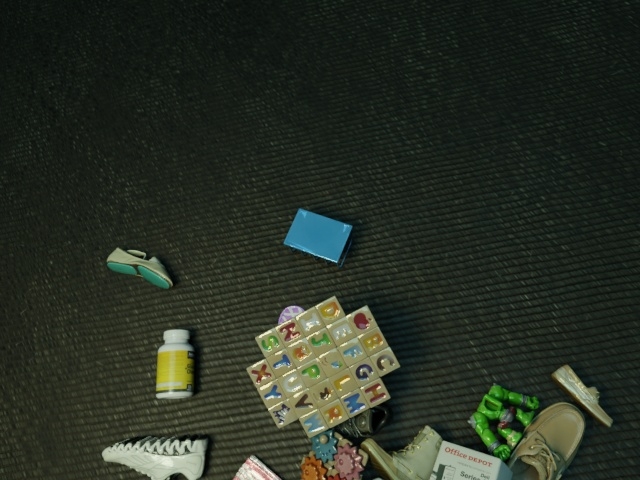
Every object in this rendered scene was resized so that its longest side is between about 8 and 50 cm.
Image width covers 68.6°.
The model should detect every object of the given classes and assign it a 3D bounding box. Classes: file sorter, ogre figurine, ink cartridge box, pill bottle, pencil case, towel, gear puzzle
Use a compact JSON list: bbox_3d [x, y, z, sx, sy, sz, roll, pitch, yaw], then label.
[{"bbox_3d":[0.000,0.000,1.401,0.170,0.104,0.118,19,74,15],"label":"file sorter"},{"bbox_3d":[0.453,0.438,1.172,0.118,0.097,0.197,35,75,25],"label":"ogre figurine"},{"bbox_3d":[0.325,0.586,1.064,0.153,0.087,0.208,-1,49,43],"label":"ink cartridge box"},{"bbox_3d":[-0.411,0.352,1.336,0.103,0.103,0.184,-7,70,6],"label":"pill bottle"},{"bbox_3d":[-0.040,0.237,1.269,0.088,0.206,0.086,12,74,22],"label":"pencil case"},{"bbox_3d":[-0.184,0.686,1.222,0.144,0.029,0.197,32,80,18],"label":"towel"},{"bbox_3d":[-0.008,0.637,1.152,0.175,0.044,0.339,21,94,40],"label":"gear puzzle"}]

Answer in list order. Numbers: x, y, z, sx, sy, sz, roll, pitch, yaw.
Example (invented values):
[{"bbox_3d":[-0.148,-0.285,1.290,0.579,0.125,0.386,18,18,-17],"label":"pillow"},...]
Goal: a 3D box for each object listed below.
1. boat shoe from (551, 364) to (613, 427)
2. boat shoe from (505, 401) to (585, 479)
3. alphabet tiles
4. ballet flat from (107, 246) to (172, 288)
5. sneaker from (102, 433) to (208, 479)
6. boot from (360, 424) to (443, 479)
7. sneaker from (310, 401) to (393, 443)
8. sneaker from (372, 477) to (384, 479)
[{"bbox_3d":[0.667,0.386,1.178,0.059,0.063,0.170,-42,69,-1],"label":"boat shoe"},{"bbox_3d":[0.522,0.532,1.120,0.121,0.110,0.341,40,80,20],"label":"boat shoe"},{"bbox_3d":[0.005,0.312,1.155,0.342,0.011,0.285,-28,89,4],"label":"alphabet tiles"},{"bbox_3d":[-0.556,0.078,1.479,0.248,0.086,0.086,16,73,15],"label":"ballet flat"},{"bbox_3d":[-0.448,0.590,1.260,0.292,0.110,0.118,-4,78,8],"label":"sneaker"},{"bbox_3d":[0.214,0.520,1.157,0.213,0.077,0.165,45,66,-3],"label":"boot"},{"bbox_3d":[0.075,0.471,1.205,0.227,0.130,0.087,-18,66,4],"label":"sneaker"},{"bbox_3d":[0.211,0.694,1.134,0.091,0.094,0.258,-17,63,-28],"label":"sneaker"}]
